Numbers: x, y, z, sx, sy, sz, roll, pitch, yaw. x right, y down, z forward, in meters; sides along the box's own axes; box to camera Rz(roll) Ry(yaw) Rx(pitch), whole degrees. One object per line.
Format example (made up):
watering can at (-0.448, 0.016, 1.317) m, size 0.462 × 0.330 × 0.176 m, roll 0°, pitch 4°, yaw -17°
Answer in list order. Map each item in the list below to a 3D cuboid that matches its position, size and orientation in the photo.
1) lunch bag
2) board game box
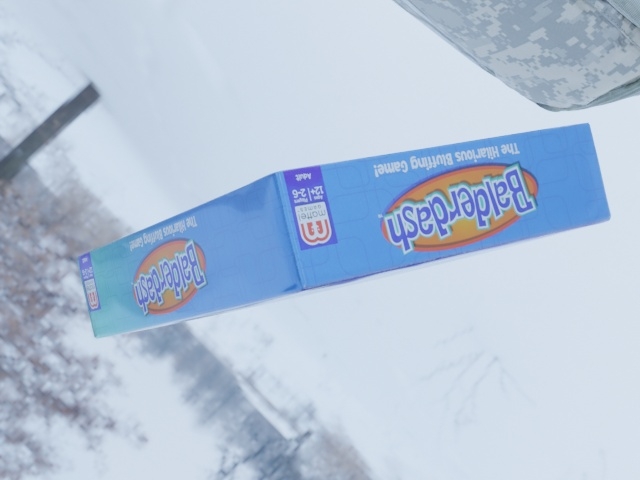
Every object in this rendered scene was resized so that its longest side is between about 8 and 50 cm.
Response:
lunch bag at (0.194, -0.270, 1.055) m, size 0.305 × 0.212 × 0.256 m, roll 34°, pitch -175°, yaw -22°
board game box at (0.000, 0.000, 0.516) m, size 0.210 × 0.160 × 0.047 m, roll -16°, pitch 86°, yaw 58°
